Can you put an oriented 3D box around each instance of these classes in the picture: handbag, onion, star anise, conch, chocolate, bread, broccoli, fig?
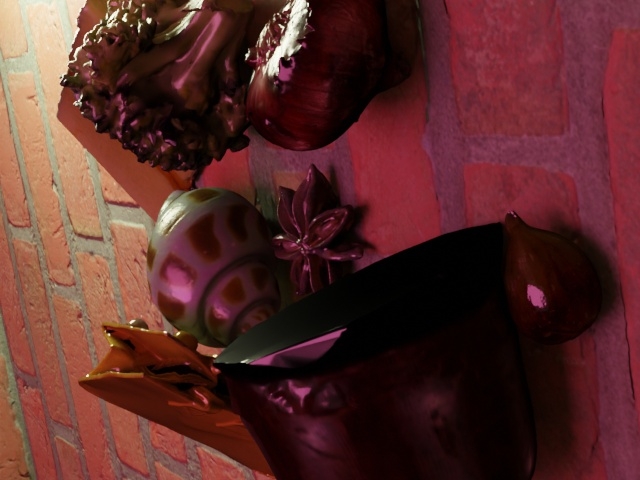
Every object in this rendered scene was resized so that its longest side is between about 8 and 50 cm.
[{"bbox_3d":[-0.144,0.248,1.726,0.283,0.401,0.133,-4,59,58],"label":"handbag"},{"bbox_3d":[0.014,-0.227,1.421,0.272,0.195,0.272,-157,90,-78],"label":"onion"},{"bbox_3d":[-0.010,-0.008,1.646,0.197,0.073,0.212,52,140,28],"label":"star anise"},{"bbox_3d":[-0.159,0.049,1.767,0.249,0.197,0.368,55,-158,-55],"label":"conch"},{"bbox_3d":[0.097,0.205,1.330,0.383,0.383,0.331,-21,95,59],"label":"chocolate"},{"bbox_3d":[-0.295,-0.268,2.028,0.405,0.242,0.346,41,144,-10],"label":"bread"},{"bbox_3d":[-0.190,-0.271,1.671,0.293,0.348,0.281,32,139,-15],"label":"broccoli"},{"bbox_3d":[0.243,0.038,1.239,0.109,0.103,0.154,-42,75,32],"label":"fig"}]
